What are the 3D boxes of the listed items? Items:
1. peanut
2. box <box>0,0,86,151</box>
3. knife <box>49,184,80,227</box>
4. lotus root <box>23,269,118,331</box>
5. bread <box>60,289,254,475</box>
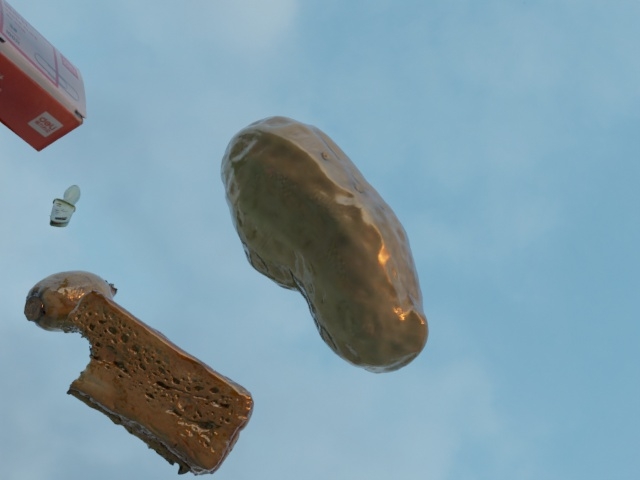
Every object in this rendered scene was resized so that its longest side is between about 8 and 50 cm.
[{"bbox_3d":[0.000,0.000,0.934,0.192,0.169,0.387,-44,-112,17],"label":"peanut"},{"bbox_3d":[-0.411,-0.233,0.980,0.099,0.133,0.182,-30,-42,11],"label":"box"},{"bbox_3d":[-0.471,-0.068,1.341,0.043,0.293,0.020,18,-78,-19],"label":"knife"},{"bbox_3d":[-0.484,0.117,1.450,0.118,0.221,0.125,-28,-98,36],"label":"lotus root"},{"bbox_3d":[-0.308,0.255,1.284,0.380,0.109,0.185,33,-110,5],"label":"bread"}]
